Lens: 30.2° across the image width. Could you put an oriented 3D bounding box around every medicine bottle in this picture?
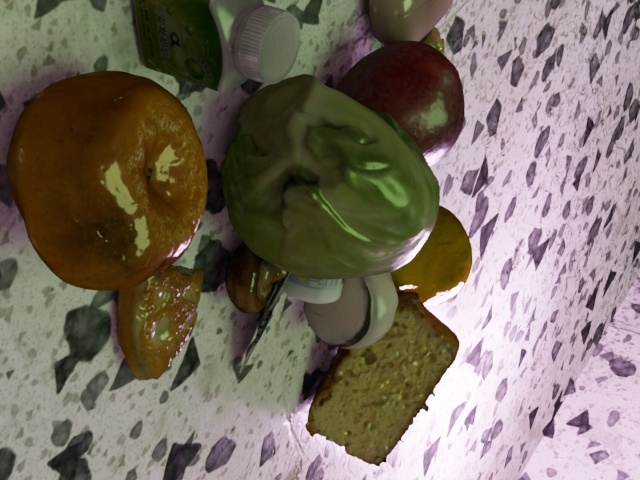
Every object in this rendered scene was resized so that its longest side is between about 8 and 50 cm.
[{"bbox_3d":[-0.124,-0.252,1.410,0.088,0.189,0.132,-43,143,-40],"label":"medicine bottle"},{"bbox_3d":[0.000,0.000,1.909,0.103,0.103,0.186,-19,126,-56],"label":"medicine bottle"}]

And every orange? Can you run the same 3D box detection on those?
[{"bbox_3d":[-0.253,-0.066,1.323,0.249,0.183,0.248,0,90,-60],"label":"orange"}]

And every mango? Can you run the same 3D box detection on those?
[{"bbox_3d":[0.185,0.020,2.221,0.332,0.142,0.195,28,80,-60],"label":"mango"}]

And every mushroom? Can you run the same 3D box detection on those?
[{"bbox_3d":[-0.101,0.050,1.785,0.109,0.085,0.126,-56,171,16],"label":"mushroom"}]

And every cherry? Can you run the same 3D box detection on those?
[{"bbox_3d":[0.105,-0.200,1.860,0.239,0.239,0.206,-15,91,-58],"label":"cherry"}]

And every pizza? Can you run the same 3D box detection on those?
[{"bbox_3d":[-0.220,0.085,1.628,0.161,0.062,0.182,-40,137,-32],"label":"pizza"}]

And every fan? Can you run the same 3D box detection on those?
[{"bbox_3d":[-0.082,0.114,1.868,0.131,0.009,0.240,-70,-175,-61],"label":"fan"}]

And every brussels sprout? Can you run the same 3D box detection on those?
[{"bbox_3d":[0.009,-0.078,1.681,0.328,0.328,0.247,78,17,-47],"label":"brussels sprout"}]

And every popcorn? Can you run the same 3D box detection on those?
[{"bbox_3d":[0.160,-0.310,1.994,0.089,0.109,0.097,58,13,-22],"label":"popcorn"}]

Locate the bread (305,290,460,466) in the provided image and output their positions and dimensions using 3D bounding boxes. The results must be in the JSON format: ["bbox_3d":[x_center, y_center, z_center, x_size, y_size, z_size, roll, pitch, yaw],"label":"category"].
[{"bbox_3d":[0.126,0.232,2.167,0.340,0.194,0.179,-58,175,22],"label":"bread"}]

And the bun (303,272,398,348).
[{"bbox_3d":[0.064,0.096,2.012,0.120,0.173,0.172,-6,115,-43],"label":"bun"}]

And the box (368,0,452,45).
[{"bbox_3d":[0.151,-0.399,1.914,0.200,0.088,0.146,-50,147,-34],"label":"box"}]
